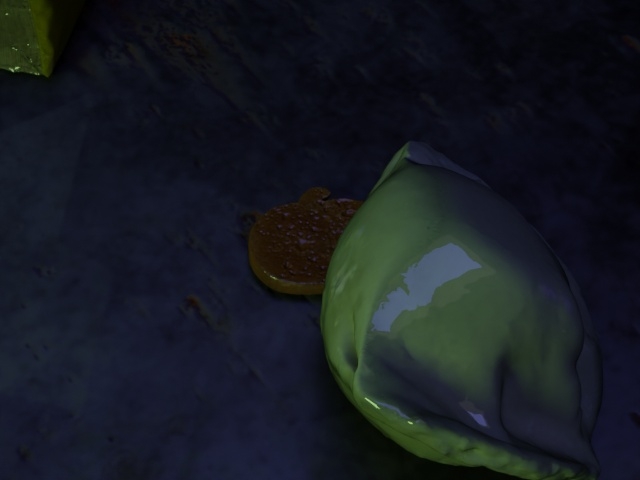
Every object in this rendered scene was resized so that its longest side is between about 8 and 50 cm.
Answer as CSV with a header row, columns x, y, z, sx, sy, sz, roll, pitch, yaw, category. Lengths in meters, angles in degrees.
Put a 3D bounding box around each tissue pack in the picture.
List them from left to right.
x,y,z,sx,sy,sz,roll,pitch,yaw,category
-0.195,-0.211,0.881,0.082,0.120,0.169,11,53,6,tissue pack

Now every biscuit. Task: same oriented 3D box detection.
x,y,z,sx,sy,sz,roll,pitch,yaw,category
0.000,0.000,0.803,0.091,0.015,0.078,-2,52,-6,biscuit

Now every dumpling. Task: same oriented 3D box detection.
x,y,z,sx,sy,sz,roll,pitch,yaw,category
0.091,0.044,0.730,0.179,0.131,0.252,26,32,-14,dumpling
